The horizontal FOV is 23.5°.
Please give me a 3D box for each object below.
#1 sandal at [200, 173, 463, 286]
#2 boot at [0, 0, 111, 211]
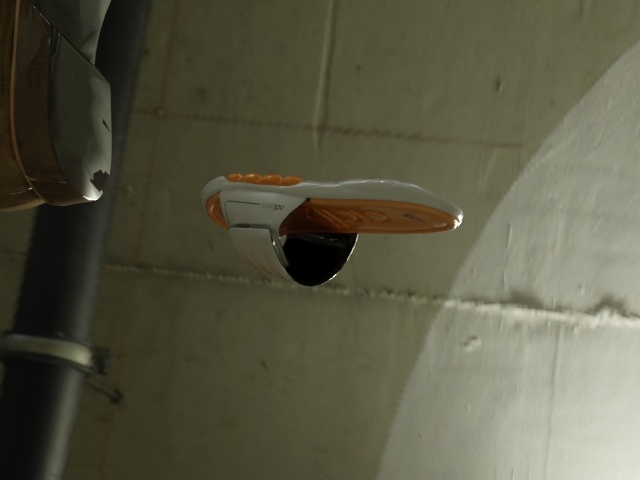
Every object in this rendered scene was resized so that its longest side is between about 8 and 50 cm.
[{"bbox_3d":[-0.006,-0.004,1.246,0.265,0.102,0.076,0,-111,45],"label":"sandal"},{"bbox_3d":[-0.190,-0.153,0.925,0.115,0.112,0.305,-11,-122,18],"label":"boot"}]
